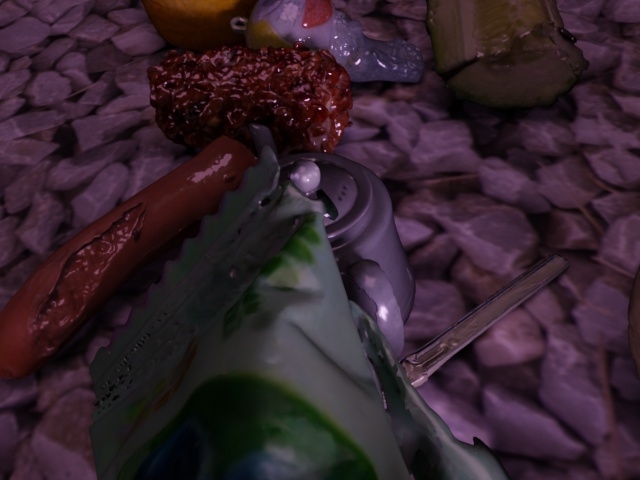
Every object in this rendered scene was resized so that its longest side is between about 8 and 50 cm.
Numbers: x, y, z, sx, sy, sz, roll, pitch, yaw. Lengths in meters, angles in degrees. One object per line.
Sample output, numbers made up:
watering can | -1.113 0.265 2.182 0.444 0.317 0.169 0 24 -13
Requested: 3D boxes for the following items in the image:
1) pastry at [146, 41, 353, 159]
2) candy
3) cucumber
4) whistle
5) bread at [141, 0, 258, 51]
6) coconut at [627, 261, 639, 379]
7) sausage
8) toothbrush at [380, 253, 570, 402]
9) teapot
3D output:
pastry | -0.072 -0.140 0.780 0.208 0.097 0.115 1 45 5
candy | -0.042 0.137 0.458 0.263 0.172 0.398 -41 50 12
cucumber | 0.202 -0.267 0.867 0.145 0.105 0.325 -22 41 25
whistle | 0.010 -0.225 0.847 0.223 0.123 0.123 11 48 -2
bread | -0.125 -0.347 0.955 0.268 0.146 0.268 -6 44 6
coconut | 0.342 0.041 0.462 0.265 0.237 0.237 -19 47 -12
sausage | -0.169 0.004 0.676 0.078 0.078 0.304 30 57 31
toothbrush | 0.095 0.085 0.599 0.294 0.028 0.026 -29 51 -25
teapot | 0.000 0.000 0.605 0.162 0.149 0.239 -21 47 -14
